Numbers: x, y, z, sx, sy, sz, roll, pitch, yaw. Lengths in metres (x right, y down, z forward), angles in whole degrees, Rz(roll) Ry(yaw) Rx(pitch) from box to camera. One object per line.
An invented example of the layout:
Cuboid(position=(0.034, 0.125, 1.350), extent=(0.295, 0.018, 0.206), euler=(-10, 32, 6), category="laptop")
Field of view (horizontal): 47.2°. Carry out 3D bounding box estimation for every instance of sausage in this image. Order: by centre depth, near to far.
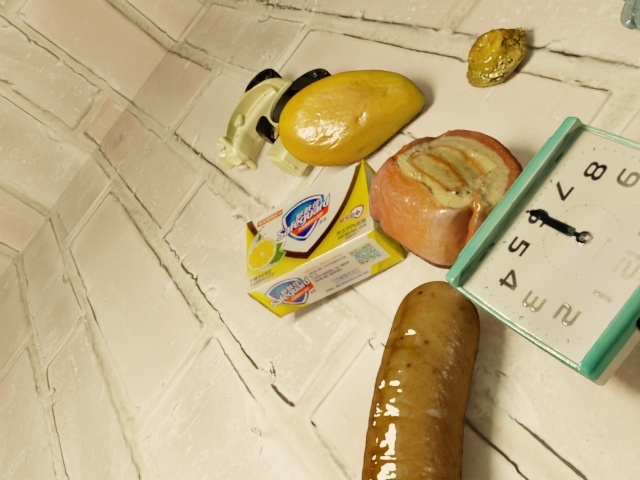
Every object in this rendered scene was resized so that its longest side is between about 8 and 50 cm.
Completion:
Cuboid(position=(0.115, 0.271, 0.879), extent=(0.136, 0.123, 0.501), euler=(-1, 55, 17), category="sausage")

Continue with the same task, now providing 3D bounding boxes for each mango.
Cuboid(position=(0.049, -0.237, 1.405), extent=(0.316, 0.119, 0.177), euler=(-17, 74, 23), category="mango")

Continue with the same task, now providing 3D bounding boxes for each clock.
Cuboid(position=(0.317, 0.011, 0.864), extent=(0.262, 0.116, 0.231), euler=(-53, 45, 0), category="clock")
Cuboid(position=(-0.103, -0.275, 1.666), extent=(0.379, 0.120, 0.276), euler=(15, 69, 55), category="clock")

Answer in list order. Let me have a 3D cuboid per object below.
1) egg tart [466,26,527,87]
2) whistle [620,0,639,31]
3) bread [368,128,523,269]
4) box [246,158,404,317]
Cuboid(position=(0.299, -0.323, 1.259), extent=(0.130, 0.052, 0.130), euler=(-35, 34, 28), category="egg tart")
Cuboid(position=(0.485, -0.377, 1.037), extent=(0.269, 0.093, 0.180), euler=(43, 120, 57), category="whistle")
Cuboid(position=(0.196, -0.058, 1.051), extent=(0.190, 0.123, 0.244), euler=(-28, 41, -16), category="bread")
Cuboid(position=(0.000, 0.000, 1.255), extent=(0.265, 0.097, 0.168), euler=(-25, 47, 25), category="box")
